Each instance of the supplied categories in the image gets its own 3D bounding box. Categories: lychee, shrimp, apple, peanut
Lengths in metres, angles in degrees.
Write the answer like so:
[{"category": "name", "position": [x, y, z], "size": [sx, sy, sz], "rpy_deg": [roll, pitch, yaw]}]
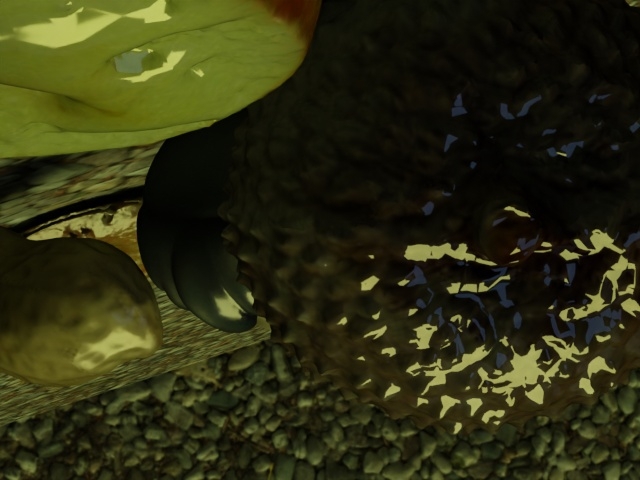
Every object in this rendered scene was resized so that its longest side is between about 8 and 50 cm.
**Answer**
[{"category": "lychee", "position": [0.083, -0.035, 1.092], "size": [0.300, 0.300, 0.300], "rpy_deg": [-19, 173, -2]}, {"category": "shrimp", "position": [-0.236, 0.021, 1.525], "size": [0.294, 0.062, 0.154], "rpy_deg": [-20, 161, -11]}, {"category": "apple", "position": [-0.093, -0.101, 0.522], "size": [0.173, 0.160, 0.195], "rpy_deg": [-18, 172, -37]}, {"category": "peanut", "position": [-0.219, 0.042, 1.319], "size": [0.257, 0.123, 0.123], "rpy_deg": [-1, -174, 40]}]

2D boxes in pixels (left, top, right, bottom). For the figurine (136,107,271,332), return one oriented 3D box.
[{"category": "figurine", "position": [-0.014, -0.004, 1.317], "size": [0.175, 0.197, 0.265], "rpy_deg": [-19, 170, 20]}]
